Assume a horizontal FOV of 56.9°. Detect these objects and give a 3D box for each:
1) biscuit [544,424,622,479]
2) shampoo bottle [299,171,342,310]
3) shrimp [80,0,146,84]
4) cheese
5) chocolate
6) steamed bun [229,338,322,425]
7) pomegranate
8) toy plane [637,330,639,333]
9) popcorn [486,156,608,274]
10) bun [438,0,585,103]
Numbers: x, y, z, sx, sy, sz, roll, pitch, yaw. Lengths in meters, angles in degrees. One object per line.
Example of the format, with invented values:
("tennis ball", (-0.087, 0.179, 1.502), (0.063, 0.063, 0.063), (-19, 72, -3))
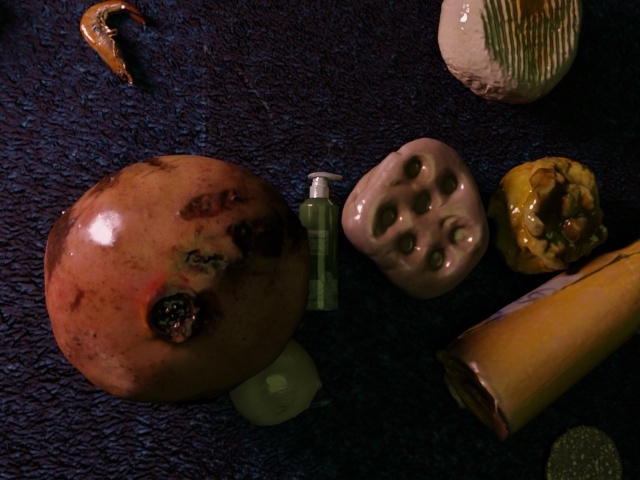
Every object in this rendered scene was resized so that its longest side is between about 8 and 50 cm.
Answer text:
("biscuit", (0.439, 0.384, 0.989), (0.152, 0.020, 0.152), (1, 86, -13))
("shampoo bottle", (0.000, 0.000, 0.878), (0.065, 0.065, 0.204), (2, 87, -14))
("shrimp", (-0.281, -0.282, 0.840), (0.091, 0.025, 0.127), (-27, 91, -15))
("cheese", (0.137, -0.032, 0.882), (0.218, 0.117, 0.235), (5, 87, -15))
("chocolate", (0.394, 0.114, 0.918), (0.445, 0.162, 0.162), (-33, 95, -12))
("steamed bun", (-0.065, 0.199, 0.836), (0.130, 0.091, 0.112), (-27, 92, -13))
("pomegranate", (-0.168, 0.047, 0.728), (0.322, 0.322, 0.322), (1, 87, -14))
("toy plane", (0.612, 0.079, 1.026), (0.182, 0.107, 0.273), (31, 54, 31))
("popcorn", (0.360, -0.040, 0.924), (0.198, 0.155, 0.197), (3, 84, -26))
("bun", (0.290, -0.331, 0.919), (0.244, 0.153, 0.243), (-3, 103, -16))
